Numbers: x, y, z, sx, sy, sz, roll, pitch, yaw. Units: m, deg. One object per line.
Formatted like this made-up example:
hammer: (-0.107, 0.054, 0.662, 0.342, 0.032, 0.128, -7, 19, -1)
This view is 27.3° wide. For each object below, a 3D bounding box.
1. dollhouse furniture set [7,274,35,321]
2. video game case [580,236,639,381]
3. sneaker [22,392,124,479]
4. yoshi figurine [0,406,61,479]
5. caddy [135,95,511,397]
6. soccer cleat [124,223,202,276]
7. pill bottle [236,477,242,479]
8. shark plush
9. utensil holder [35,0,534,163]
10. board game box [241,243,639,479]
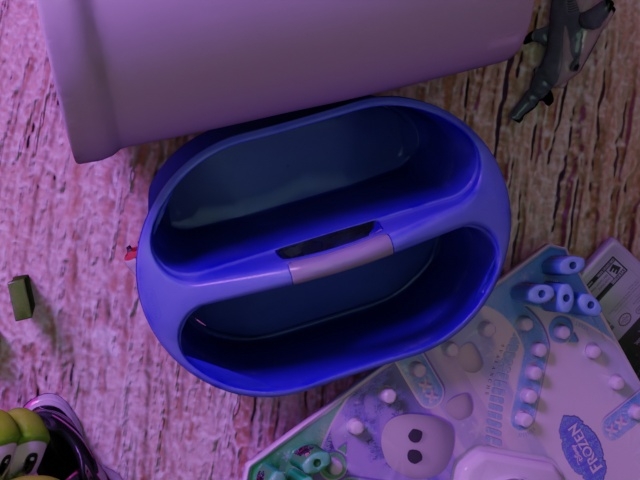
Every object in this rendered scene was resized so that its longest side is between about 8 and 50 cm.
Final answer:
dollhouse furniture set: (-0.345, 0.069, 1.228, 0.151, 0.058, 0.076, -10, 97, -6)
video game case: (0.290, 0.122, 1.331, 0.173, 0.022, 0.190, 42, 93, -9)
sneaker: (-0.233, 0.235, 1.251, 0.072, 0.077, 0.178, -36, 99, -2)
yoshi figurine: (-0.311, 0.332, 1.169, 0.203, 0.203, 0.362, 22, 102, -2)
caddy: (0.000, 0.000, 1.187, 0.341, 0.179, 0.241, -17, 106, -9)
soccer cleat: (-0.148, 0.008, 1.265, 0.083, 0.029, 0.036, -25, 107, -1)
pill bottle: (-0.038, 0.343, 1.266, 0.124, 0.124, 0.222, -1, 96, -7)
shark plush: (0.232, -0.192, 1.295, 0.067, 0.073, 0.161, 29, 113, 10)
utensil holder: (-0.050, -0.262, 1.099, 0.385, 0.327, 0.328, -12, 98, -7)
board game box: (0.181, 0.265, 1.250, 0.390, 0.050, 0.390, -34, 103, -16)
